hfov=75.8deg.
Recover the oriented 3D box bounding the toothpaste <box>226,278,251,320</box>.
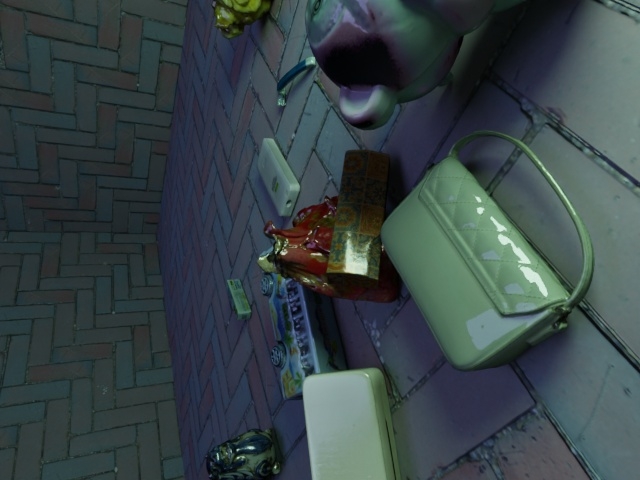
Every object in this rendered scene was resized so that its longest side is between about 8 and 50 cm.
[{"bbox_3d":[-0.268,0.191,1.343,0.164,0.046,0.034,57,140,46],"label":"toothpaste"}]

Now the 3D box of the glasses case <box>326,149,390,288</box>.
[{"bbox_3d":[0.061,-0.039,0.626,0.049,0.075,0.218,76,-159,-61],"label":"glasses case"}]

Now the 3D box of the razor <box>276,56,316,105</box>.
[{"bbox_3d":[-0.069,-0.395,0.998,0.191,0.037,0.068,-11,79,61],"label":"razor"}]

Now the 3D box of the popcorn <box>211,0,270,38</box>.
[{"bbox_3d":[-0.228,-0.704,1.138,0.266,0.192,0.233,-65,27,8],"label":"popcorn"}]

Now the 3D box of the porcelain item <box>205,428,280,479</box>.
[{"bbox_3d":[-0.223,0.619,1.106,0.138,0.186,0.288,63,142,38],"label":"porcelain item"}]

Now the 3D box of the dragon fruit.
[{"bbox_3d":[0.000,0.000,0.699,0.262,0.211,0.134,38,131,50],"label":"dragon fruit"}]

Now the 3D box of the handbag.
[{"bbox_3d":[0.188,0.003,0.480,0.219,0.079,0.256,-56,42,36],"label":"handbag"}]

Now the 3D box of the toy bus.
[{"bbox_3d":[-0.042,0.154,0.869,0.136,0.108,0.330,-40,54,43],"label":"toy bus"}]

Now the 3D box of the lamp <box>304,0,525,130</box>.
[{"bbox_3d":[0.132,-0.284,0.463,0.301,0.247,0.247,-27,68,34],"label":"lamp"}]

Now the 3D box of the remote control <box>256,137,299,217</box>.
[{"bbox_3d":[-0.118,-0.171,1.086,0.250,0.034,0.103,61,140,43],"label":"remote control"}]

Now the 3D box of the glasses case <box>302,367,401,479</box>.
[{"bbox_3d":[0.056,0.369,0.653,0.131,0.070,0.313,-15,74,23],"label":"glasses case"}]
